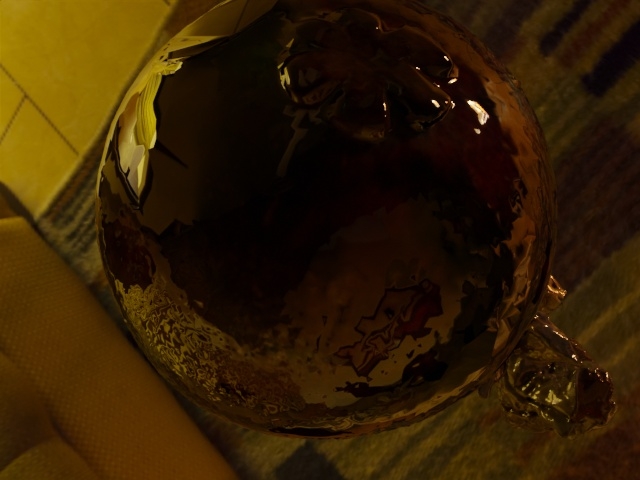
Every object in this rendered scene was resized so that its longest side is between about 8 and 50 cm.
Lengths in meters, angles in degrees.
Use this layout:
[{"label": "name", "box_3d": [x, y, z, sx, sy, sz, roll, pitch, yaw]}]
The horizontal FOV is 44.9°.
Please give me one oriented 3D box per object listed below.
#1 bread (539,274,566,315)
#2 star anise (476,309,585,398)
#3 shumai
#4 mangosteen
[{"label": "bread", "box_3d": [0.348, 0.084, 1.397, 0.173, 0.085, 0.134, 47, 137, 19]}, {"label": "star anise", "box_3d": [0.151, 0.071, 0.754, 0.171, 0.208, 0.063, -14, 122, 13]}, {"label": "shumai", "box_3d": [0.385, 0.271, 1.280, 0.183, 0.185, 0.218, 1, 121, 2]}, {"label": "mangosteen", "box_3d": [-0.002, -0.012, 0.505, 0.311, 0.311, 0.311, 5, 102, 26]}]
